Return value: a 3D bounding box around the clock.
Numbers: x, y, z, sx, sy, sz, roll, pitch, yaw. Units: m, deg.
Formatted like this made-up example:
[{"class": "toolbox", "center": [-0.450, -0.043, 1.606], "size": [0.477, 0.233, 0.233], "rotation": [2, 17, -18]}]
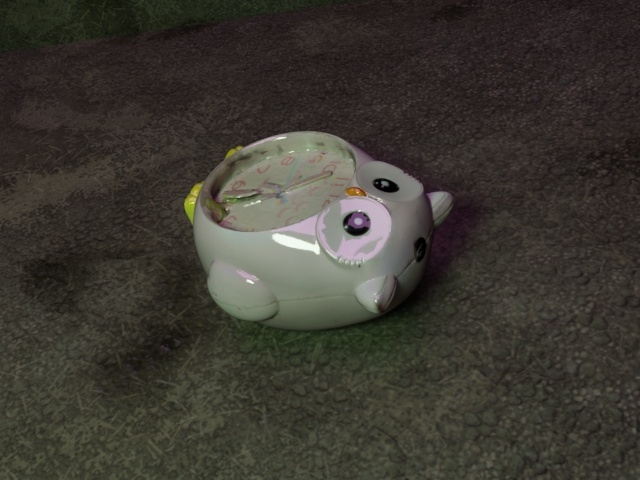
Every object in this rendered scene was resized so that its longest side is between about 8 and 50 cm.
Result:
[{"class": "clock", "center": [0.000, 0.000, 1.110], "size": [0.376, 0.250, 0.368], "rotation": [12, 47, 33]}]
